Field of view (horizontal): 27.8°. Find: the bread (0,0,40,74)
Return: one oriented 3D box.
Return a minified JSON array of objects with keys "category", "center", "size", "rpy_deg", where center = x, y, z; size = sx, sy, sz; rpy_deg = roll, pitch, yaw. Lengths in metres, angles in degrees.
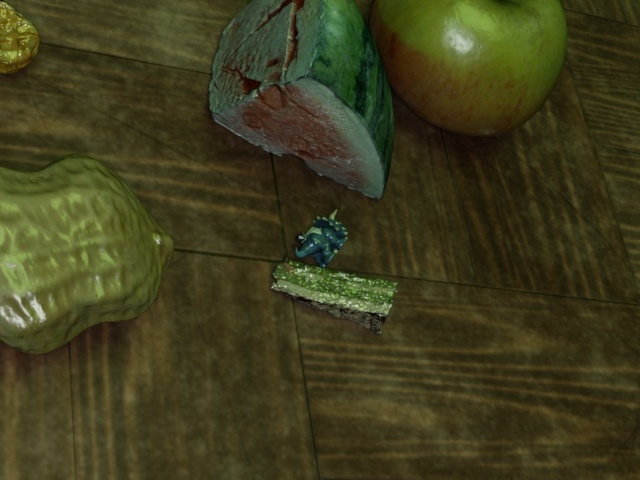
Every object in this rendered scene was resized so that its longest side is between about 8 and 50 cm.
[{"category":"bread","center":[-0.353,-0.223,1.375],"size":[0.111,0.044,0.083],"rpy_deg":[37,49,-7]}]

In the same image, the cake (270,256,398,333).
[{"category":"cake","center":[0.018,0.052,1.399],"size":[0.140,0.055,0.051],"rpy_deg":[21,57,-14]}]

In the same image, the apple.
[{"category":"apple","center":[0.187,-0.251,1.611],"size":[0.261,0.194,0.260],"rpy_deg":[13,54,-19]}]

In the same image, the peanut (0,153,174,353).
[{"category":"peanut","center":[-0.247,0.007,1.235],"size":[0.233,0.110,0.196],"rpy_deg":[-15,68,-35]}]

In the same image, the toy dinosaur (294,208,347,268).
[{"category":"toy dinosaur","center":[0.000,0.000,1.437],"size":[0.047,0.030,0.083],"rpy_deg":[40,47,1]}]

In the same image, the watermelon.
[{"category":"watermelon","center":[-0.021,-0.171,1.492],"size":[0.261,0.201,0.212],"rpy_deg":[57,27,-49]}]
